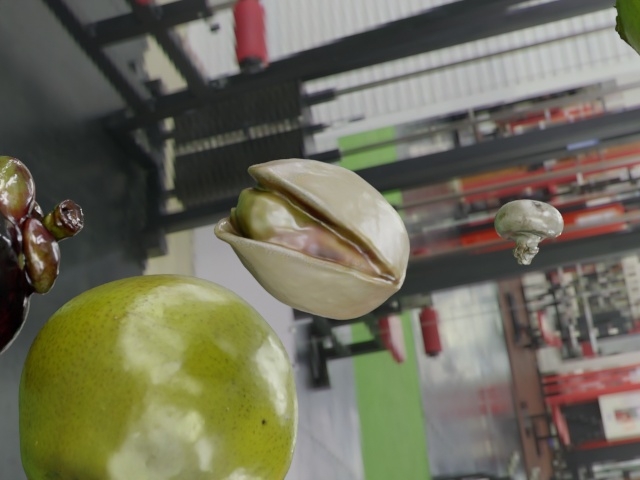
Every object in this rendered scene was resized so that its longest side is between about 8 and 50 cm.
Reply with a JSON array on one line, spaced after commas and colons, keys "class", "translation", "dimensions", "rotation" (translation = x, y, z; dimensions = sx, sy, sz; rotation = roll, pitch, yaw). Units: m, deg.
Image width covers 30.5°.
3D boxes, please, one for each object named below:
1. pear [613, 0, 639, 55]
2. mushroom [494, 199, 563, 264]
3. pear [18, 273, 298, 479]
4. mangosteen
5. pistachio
[{"class": "pear", "translation": [0.413, -0.223, 1.083], "dimensions": [0.164, 0.238, 0.255], "rotation": [12, 31, -37]}, {"class": "mushroom", "translation": [0.257, -0.009, 1.453], "dimensions": [0.085, 0.085, 0.079], "rotation": [42, 52, -68]}, {"class": "pear", "translation": [-0.161, 0.169, 1.202], "dimensions": [0.294, 0.294, 0.294], "rotation": [-12, 90, -76]}, {"class": "mangosteen", "translation": [-0.366, 0.021, 1.187], "dimensions": [0.228, 0.265, 0.228], "rotation": [158, -90, -77]}, {"class": "pistachio", "translation": [0.000, 0.000, 1.036], "dimensions": [0.215, 0.144, 0.144], "rotation": [23, 55, -56]}]
